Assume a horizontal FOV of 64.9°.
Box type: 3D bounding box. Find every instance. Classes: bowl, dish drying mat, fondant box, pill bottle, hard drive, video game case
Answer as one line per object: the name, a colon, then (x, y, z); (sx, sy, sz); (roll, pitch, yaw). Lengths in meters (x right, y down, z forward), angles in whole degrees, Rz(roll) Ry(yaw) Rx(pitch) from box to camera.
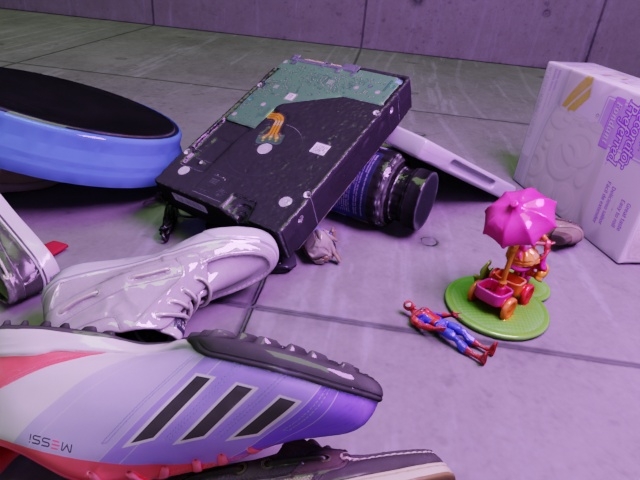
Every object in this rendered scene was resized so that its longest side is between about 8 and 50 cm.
bowl: (-0.420, -0.197, 0.830); (0.390, 0.077, 0.391); (17, 19, -6)
dish drying mat: (-0.366, 0.023, 0.644); (0.032, 0.008, 0.083); (15, 32, 18)
fondant box: (0.478, -0.148, 0.851); (0.096, 0.239, 0.330); (-1, 30, -12)
pill bottle: (0.068, -0.094, 0.806); (0.219, 0.123, 0.122); (21, 33, 25)
hard drive: (-0.045, -0.146, 0.748); (0.236, 0.064, 0.339); (21, 59, 28)
video game case: (0.161, -0.182, 0.945); (0.299, 0.036, 0.329); (13, 19, -43)

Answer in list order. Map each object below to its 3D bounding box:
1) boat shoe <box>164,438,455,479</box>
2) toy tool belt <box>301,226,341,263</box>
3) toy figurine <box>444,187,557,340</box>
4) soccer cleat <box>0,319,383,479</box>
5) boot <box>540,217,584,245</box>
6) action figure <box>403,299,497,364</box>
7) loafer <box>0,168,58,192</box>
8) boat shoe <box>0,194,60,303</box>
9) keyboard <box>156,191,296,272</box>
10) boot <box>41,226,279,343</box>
boat shoe: (-0.014, 0.178, 0.362); (0.223, 0.080, 0.073); (-9, 37, -15)
toy tool belt: (0.000, 0.000, 0.716); (0.051, 0.052, 0.083); (26, 22, -32)
toy figurine: (0.246, 0.011, 0.616); (0.173, 0.159, 0.130); (-20, 38, -38)
soccer cleat: (-0.114, 0.128, 0.367); (0.317, 0.109, 0.117); (1, 66, 13)
boot: (0.363, -0.021, 0.819); (0.118, 0.042, 0.087); (27, 30, 30)
action figure: (0.144, 0.099, 0.580); (0.115, 0.030, 0.038); (26, 40, 34)
loafer: (-0.510, -0.126, 0.793); (0.101, 0.092, 0.268); (26, 35, 31)
boat shoe: (-0.399, -0.017, 0.576); (0.219, 0.078, 0.070); (41, 37, 8)
keyboard: (-0.154, -0.043, 0.774); (0.201, 0.033, 0.317); (-2, 30, -12)
boot: (-0.153, 0.068, 0.536); (0.258, 0.095, 0.123); (-15, 41, -17)
